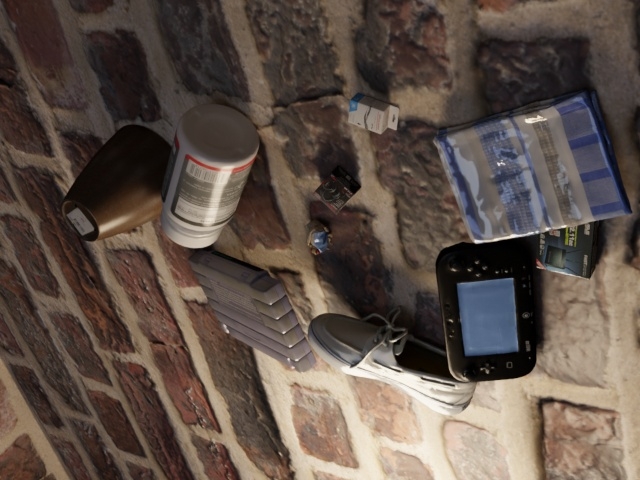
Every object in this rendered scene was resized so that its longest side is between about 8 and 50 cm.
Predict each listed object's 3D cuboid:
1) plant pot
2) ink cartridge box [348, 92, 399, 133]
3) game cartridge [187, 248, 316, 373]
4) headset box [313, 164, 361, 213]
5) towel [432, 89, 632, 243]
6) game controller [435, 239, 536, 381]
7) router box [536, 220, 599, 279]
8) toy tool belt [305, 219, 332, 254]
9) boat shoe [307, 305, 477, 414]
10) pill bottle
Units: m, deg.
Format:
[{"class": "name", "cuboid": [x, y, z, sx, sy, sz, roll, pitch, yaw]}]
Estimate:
[{"class": "plant pot", "cuboid": [-0.443, -0.103, 1.800, 0.215, 0.230, 0.215, 21, 135, 23]}, {"class": "ink cartridge box", "cuboid": [0.092, -0.218, 1.438, 0.083, 0.028, 0.048, 23, 135, 21]}, {"class": "game cartridge", "cuboid": [-0.158, 0.146, 1.844, 0.355, 0.068, 0.230, 17, 132, 53]}, {"class": "headset box", "cuboid": [0.030, -0.095, 1.587, 0.062, 0.032, 0.083, 44, 137, -1]}, {"class": "towel", "cuboid": [0.326, -0.108, 1.312, 0.285, 0.034, 0.209, -12, 103, 43]}, {"class": "game controller", "cuboid": [0.306, 0.134, 1.513, 0.166, 0.067, 0.319, -2, 125, 17]}, {"class": "router box", "cuboid": [0.407, -0.001, 1.365, 0.092, 0.038, 0.122, 13, 131, 29]}, {"class": "toy tool belt", "cuboid": [0.000, 0.000, 1.676, 0.051, 0.052, 0.083, 21, 136, 35]}, {"class": "boat shoe", "cuboid": [0.149, 0.217, 1.678, 0.367, 0.136, 0.156, 26, 136, 14]}, {"class": "pill bottle", "cuboid": [-0.233, -0.123, 1.672, 0.161, 0.161, 0.283, 36, 139, 8]}]
